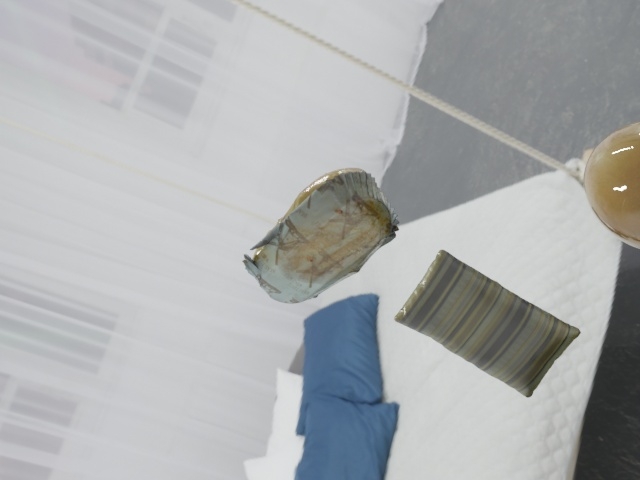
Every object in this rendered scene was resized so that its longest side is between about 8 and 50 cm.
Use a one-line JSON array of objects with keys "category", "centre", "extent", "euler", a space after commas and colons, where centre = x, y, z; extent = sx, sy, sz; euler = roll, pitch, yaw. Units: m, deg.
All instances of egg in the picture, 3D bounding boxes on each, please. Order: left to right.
[{"category": "egg", "centre": [0.734, -0.122, 1.271], "extent": [0.283, 0.282, 0.351], "euler": [-61, 18, 20]}]

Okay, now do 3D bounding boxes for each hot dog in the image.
[{"category": "hot dog", "centre": [0.000, 0.000, 0.910], "extent": [0.270, 0.162, 0.082], "euler": [-41, 29, 25]}]

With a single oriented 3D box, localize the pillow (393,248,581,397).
[{"category": "pillow", "centre": [0.205, 0.104, 0.726], "extent": [0.113, 0.203, 0.038], "euler": [-58, 3, 16]}]
